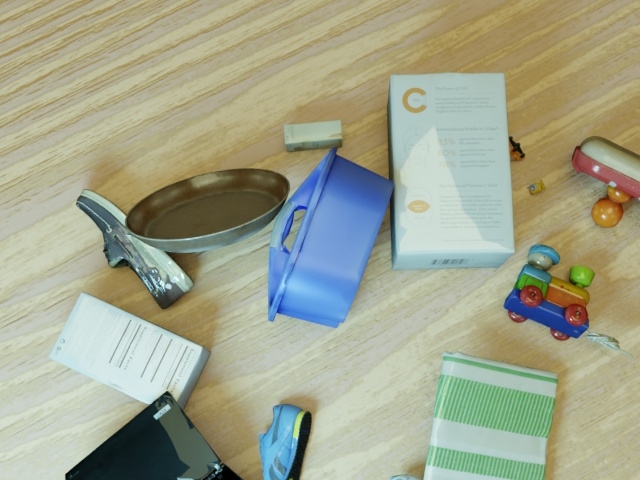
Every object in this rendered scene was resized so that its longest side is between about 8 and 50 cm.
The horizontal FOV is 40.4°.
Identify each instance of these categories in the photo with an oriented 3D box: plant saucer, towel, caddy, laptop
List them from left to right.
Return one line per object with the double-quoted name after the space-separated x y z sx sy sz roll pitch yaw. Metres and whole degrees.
-0.267 0.441 1.536 0.234 0.264 0.136 -39 43 -3 "laptop"
-0.204 -0.053 1.611 0.311 0.310 0.050 -11 115 -2 "plant saucer"
0.000 0.000 1.593 0.179 0.241 0.341 21 78 -1 "caddy"
0.303 0.378 1.567 0.248 0.038 0.325 14 78 -18 "towel"

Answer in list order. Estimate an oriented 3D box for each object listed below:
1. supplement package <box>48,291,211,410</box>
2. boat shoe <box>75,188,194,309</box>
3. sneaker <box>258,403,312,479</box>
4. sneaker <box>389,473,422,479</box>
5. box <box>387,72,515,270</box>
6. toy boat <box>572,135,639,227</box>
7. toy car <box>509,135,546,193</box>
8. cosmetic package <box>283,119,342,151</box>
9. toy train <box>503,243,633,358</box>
-0.344 0.210 1.599 0.244 0.139 0.134 24 80 4 "supplement package"
-0.370 0.016 1.664 0.285 0.103 0.092 42 76 3 "boat shoe"
-0.079 0.404 1.592 0.082 0.069 0.209 8 74 21 "sneaker"
0.146 0.537 1.559 0.085 0.086 0.237 10 88 -34 "sneaker"
0.239 -0.127 1.651 0.215 0.168 0.345 -1 78 1 "box"
0.576 -0.092 1.670 0.231 0.151 0.151 28 110 7 "toy boat"
0.391 -0.145 1.712 0.040 0.060 0.122 -34 69 26 "toy car"
-0.014 -0.207 1.729 0.115 0.060 0.041 -5 78 1 "cosmetic package"
0.484 0.113 1.636 0.248 0.105 0.143 23 65 6 "toy train"
